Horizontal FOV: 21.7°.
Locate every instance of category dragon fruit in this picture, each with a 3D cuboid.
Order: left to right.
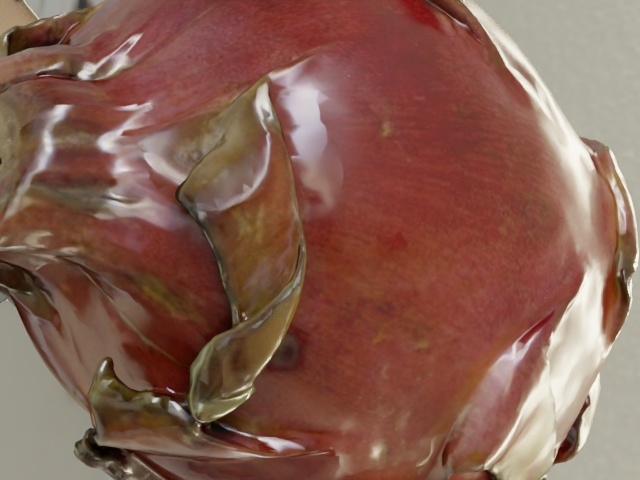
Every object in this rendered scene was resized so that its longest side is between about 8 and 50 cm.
[{"bbox_3d":[-0.003,-0.002,0.645,0.250,0.315,0.250,-43,-150,32],"label":"dragon fruit"}]

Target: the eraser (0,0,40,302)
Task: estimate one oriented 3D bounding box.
[{"bbox_3d":[-0.265,-0.108,1.121,0.171,0.290,0.087,-41,-155,-12],"label":"eraser"}]
